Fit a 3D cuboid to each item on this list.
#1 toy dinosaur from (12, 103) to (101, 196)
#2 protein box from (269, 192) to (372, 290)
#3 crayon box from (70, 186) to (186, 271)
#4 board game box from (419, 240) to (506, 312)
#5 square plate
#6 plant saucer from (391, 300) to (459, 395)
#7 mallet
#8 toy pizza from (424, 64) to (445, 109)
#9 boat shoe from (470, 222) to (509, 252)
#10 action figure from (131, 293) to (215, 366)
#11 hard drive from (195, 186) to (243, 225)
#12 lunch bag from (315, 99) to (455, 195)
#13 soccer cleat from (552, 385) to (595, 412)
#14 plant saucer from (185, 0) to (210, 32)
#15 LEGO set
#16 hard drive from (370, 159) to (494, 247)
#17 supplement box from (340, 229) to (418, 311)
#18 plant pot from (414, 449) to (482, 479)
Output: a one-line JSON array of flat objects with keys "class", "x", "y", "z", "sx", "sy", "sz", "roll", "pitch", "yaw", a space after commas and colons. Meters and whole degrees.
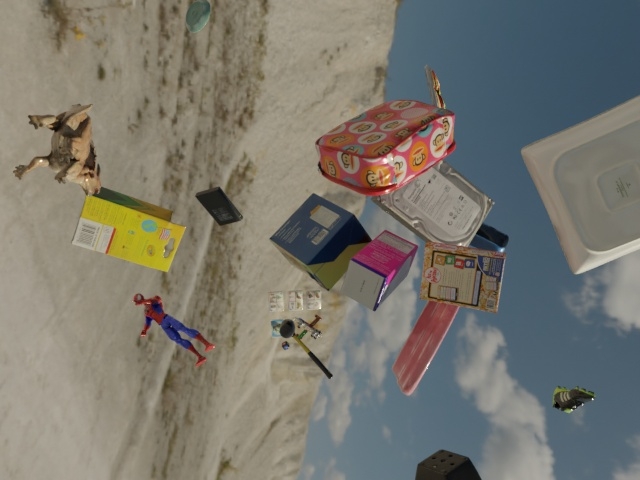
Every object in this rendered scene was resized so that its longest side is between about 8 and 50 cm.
[{"class": "toy dinosaur", "x": -0.561, "y": -0.224, "z": 1.261, "sx": 0.296, "sy": 0.127, "sz": 0.200, "roll": -57, "pitch": -178, "yaw": 34}, {"class": "protein box", "x": 0.000, "y": 0.000, "z": 1.619, "sx": 0.201, "sy": 0.200, "sz": 0.136, "roll": 32, "pitch": -15, "yaw": 47}, {"class": "crayon box", "x": -0.623, "y": -0.035, "z": 1.821, "sx": 0.202, "sy": 0.318, "sz": 0.081, "roll": -60, "pitch": -159, "yaw": 25}, {"class": "board game box", "x": 0.351, "y": 0.090, "z": 1.381, "sx": 0.045, "sy": 0.193, "sz": 0.147, "roll": -39, "pitch": 136, "yaw": -62}, {"class": "square plate", "x": 0.706, "y": -0.132, "z": 1.311, "sx": 0.347, "sy": 0.343, "sz": 0.049, "roll": 64, "pitch": 16, "yaw": -6}, {"class": "plant saucer", "x": 0.298, "y": 0.279, "z": 1.590, "sx": 0.332, "sy": 0.084, "sz": 0.332, "roll": -55, "pitch": 166, "yaw": -21}, {"class": "mallet", "x": -0.035, "y": 0.277, "z": 1.396, "sx": 0.039, "sy": 0.190, "sz": 0.062, "roll": -41, "pitch": 177, "yaw": 5}, {"class": "toy pizza", "x": 0.362, "y": -0.449, "z": 1.726, "sx": 0.201, "sy": 0.032, "sz": 0.202, "roll": -14, "pitch": 90, "yaw": -78}, {"class": "boat shoe", "x": 0.525, "y": -0.037, "z": 1.920, "sx": 0.089, "sy": 0.258, "sz": 0.109, "roll": -44, "pitch": 159, "yaw": -27}, {"class": "action figure", "x": -0.447, "y": 0.246, "z": 1.568, "sx": 0.092, "sy": 0.280, "sz": 0.139, "roll": -57, "pitch": 165, "yaw": 16}, {"class": "hard drive", "x": -0.317, "y": -0.106, "z": 1.736, "sx": 0.135, "sy": 0.094, "sz": 0.022, "roll": 55, "pitch": 36, "yaw": -37}, {"class": "lunch bag", "x": 0.135, "y": -0.227, "z": 1.270, "sx": 0.258, "sy": 0.293, "sz": 0.120, "roll": 27, "pitch": -41, "yaw": 44}, {"class": "soccer cleat", "x": 0.721, "y": 0.456, "z": 1.582, "sx": 0.179, "sy": 0.060, "sz": 0.072, "roll": 111, "pitch": -1, "yaw": -74}, {"class": "plant saucer", "x": -0.424, "y": -0.771, "z": 1.894, "sx": 0.021, "sy": 0.119, "sz": 0.120, "roll": 15, "pitch": 72, "yaw": -53}, {"class": "LEGO set", "x": -0.087, "y": 0.274, "z": 1.956, "sx": 0.060, "sy": 0.182, "sz": 0.245, "roll": -99, "pitch": -173, "yaw": -64}, {"class": "hard drive", "x": 0.354, "y": -0.124, "z": 1.729, "sx": 0.237, "sy": 0.339, "sz": 0.064, "roll": -55, "pitch": -168, "yaw": -9}, {"class": "supplement box", "x": 0.162, "y": 0.075, "z": 1.491, "sx": 0.220, "sy": 0.113, "sz": 0.111, "roll": -34, "pitch": 146, "yaw": -51}, {"class": "plant pot", "x": 0.418, "y": 0.801, "z": 1.819, "sx": 0.188, "sy": 0.187, "sz": 0.167, "roll": -5, "pitch": -82, "yaw": 54}]
